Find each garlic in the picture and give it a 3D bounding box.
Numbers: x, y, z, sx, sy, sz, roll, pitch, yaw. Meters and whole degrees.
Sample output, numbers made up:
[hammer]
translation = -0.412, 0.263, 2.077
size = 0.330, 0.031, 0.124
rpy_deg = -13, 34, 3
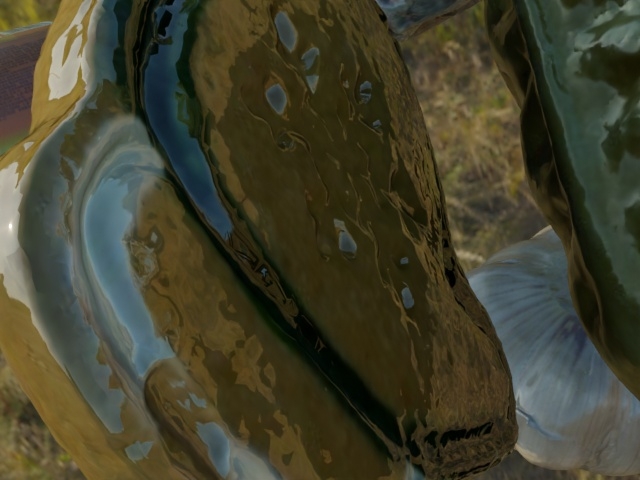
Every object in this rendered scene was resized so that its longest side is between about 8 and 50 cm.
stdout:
[garlic]
translation = 0.281, 0.119, 1.402
size = 0.322, 0.241, 0.322
rpy_deg = -14, 34, 10

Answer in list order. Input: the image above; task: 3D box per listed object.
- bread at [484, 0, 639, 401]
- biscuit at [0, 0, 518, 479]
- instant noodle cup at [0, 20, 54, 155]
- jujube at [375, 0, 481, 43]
[bread]
translation = 0.152, -0.044, 0.547
size = 0.130, 0.152, 0.267
rpy_deg = -5, 65, -13
[biscuit]
translation = 0.002, -0.001, 0.518
size = 0.057, 0.287, 0.343
rpy_deg = -24, 29, 25
[instant noodle cup]
translation = -0.336, -0.100, 1.408
size = 0.296, 0.296, 0.214
rpy_deg = 26, 42, 37
[jujube]
translation = 0.074, -0.370, 1.356
size = 0.226, 0.317, 0.226
rpy_deg = -18, 9, 3
